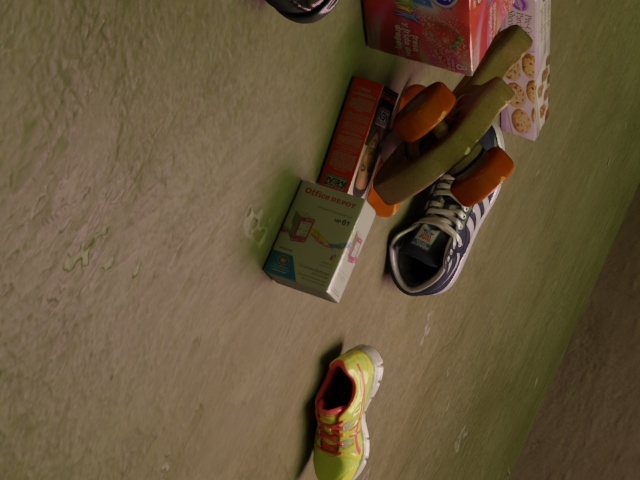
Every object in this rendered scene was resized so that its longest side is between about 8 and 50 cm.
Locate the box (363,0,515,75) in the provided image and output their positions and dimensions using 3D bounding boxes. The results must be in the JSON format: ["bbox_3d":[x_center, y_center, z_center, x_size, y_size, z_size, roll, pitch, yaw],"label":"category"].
[{"bbox_3d":[0.136,-0.356,1.771,0.154,0.142,0.300,-59,156,-31],"label":"box"}]

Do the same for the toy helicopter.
[{"bbox_3d":[0.173,-0.162,1.999,0.235,0.140,0.355,-32,-164,48],"label":"toy helicopter"}]

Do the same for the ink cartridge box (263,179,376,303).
[{"bbox_3d":[0.000,0.000,1.813,0.122,0.088,0.052,-67,156,-12],"label":"ink cartridge box"}]

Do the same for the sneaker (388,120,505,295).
[{"bbox_3d":[0.182,-0.046,2.214,0.153,0.099,0.282,-12,122,-68],"label":"sneaker"}]

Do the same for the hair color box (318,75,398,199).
[{"bbox_3d":[0.047,-0.125,1.887,0.072,0.043,0.141,11,98,-71],"label":"hair color box"}]

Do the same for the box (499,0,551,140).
[{"bbox_3d":[0.318,-0.288,2.392,0.063,0.067,0.324,-58,157,-31],"label":"box"}]

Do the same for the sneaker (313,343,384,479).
[{"bbox_3d":[0.021,0.245,2.110,0.094,0.081,0.208,-3,104,-60],"label":"sneaker"}]

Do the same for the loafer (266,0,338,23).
[{"bbox_3d":[0.018,-0.366,1.530,0.095,0.109,0.302,19,93,-65],"label":"loafer"}]
